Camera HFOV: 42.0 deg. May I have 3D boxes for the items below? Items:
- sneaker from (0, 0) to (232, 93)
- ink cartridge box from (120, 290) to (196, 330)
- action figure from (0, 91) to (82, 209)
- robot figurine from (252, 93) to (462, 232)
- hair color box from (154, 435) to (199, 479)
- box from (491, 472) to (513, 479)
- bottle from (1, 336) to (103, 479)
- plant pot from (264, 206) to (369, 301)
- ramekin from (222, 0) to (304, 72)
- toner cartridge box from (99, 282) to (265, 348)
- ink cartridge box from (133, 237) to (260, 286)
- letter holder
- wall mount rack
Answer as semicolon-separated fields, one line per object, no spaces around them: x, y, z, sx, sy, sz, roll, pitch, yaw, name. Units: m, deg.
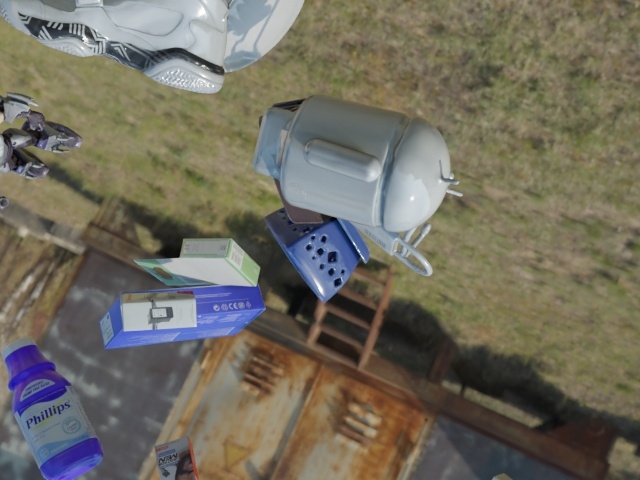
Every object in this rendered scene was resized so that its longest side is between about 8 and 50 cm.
-0.305;-0.381;1.316;0.366;0.210;0.137;17;-166;-14;sneaker
-0.337;0.145;1.734;0.150;0.063;0.109;-3;-174;-11;ink cartridge box
-0.453;-0.129;1.203;0.099;0.185;0.285;36;-170;-2;action figure
0.068;-0.131;1.423;0.353;0.199;0.300;16;-170;14;robot figurine
-0.366;0.598;2.145;0.053;0.093;0.167;78;173;-52;hair color box
0.308;0.634;1.754;0.063;0.324;0.067;40;-166;31;box
-0.519;0.316;1.583;0.283;0.118;0.092;56;160;21;bottle
0.000;0.000;2.473;0.236;0.212;0.236;57;174;-32;plant pot
-0.168;-0.493;1.741;0.127;0.273;0.273;46;174;13;ramekin
-0.319;0.173;1.946;0.348;0.075;0.165;-2;155;-37;toner cartridge box
-0.277;0.052;1.888;0.235;0.056;0.171;1;157;20;ink cartridge box
-0.068;-0.211;2.225;0.214;0.152;0.301;0;115;44;letter holder
0.119;-0.096;1.634;0.350;0.130;0.304;39;167;11;wall mount rack
